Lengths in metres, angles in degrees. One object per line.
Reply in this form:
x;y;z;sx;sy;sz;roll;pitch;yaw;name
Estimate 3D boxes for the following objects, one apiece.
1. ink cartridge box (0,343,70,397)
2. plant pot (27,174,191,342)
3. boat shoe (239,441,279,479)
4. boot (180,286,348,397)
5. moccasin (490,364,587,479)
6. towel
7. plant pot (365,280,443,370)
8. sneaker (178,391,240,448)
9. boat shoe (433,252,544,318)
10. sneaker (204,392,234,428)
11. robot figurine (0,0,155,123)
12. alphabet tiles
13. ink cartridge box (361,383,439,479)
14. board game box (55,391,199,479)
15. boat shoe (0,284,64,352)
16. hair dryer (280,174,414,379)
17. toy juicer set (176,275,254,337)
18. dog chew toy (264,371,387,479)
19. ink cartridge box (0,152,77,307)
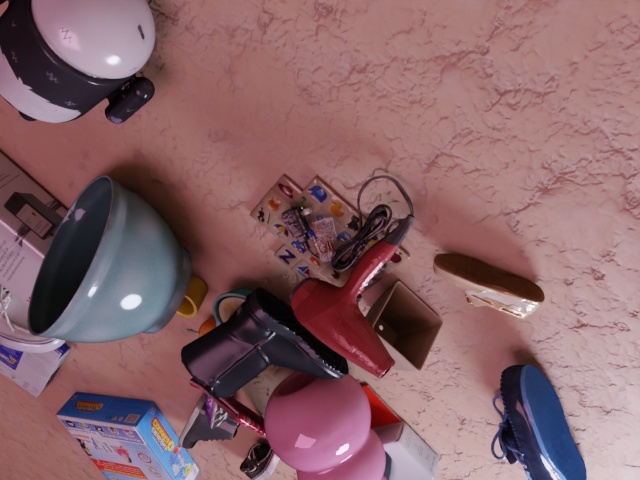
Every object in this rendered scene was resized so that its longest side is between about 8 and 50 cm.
-0.769;0.297;1.605;0.165;0.065;0.332;39;135;-7;ink cartridge box
-0.356;0.056;1.076;0.196;0.293;0.293;27;141;-35;plant pot
-0.147;0.536;1.475;0.070;0.078;0.219;31;136;-1;boat shoe
-0.100;0.213;1.082;0.207;0.094;0.246;-41;117;21;boot
0.355;0.350;1.029;0.116;0.138;0.342;-8;122;37;moccasin
-0.145;0.384;1.275;0.199;0.031;0.275;22;159;46;towel
0.120;0.153;1.012;0.109;0.109;0.096;42;144;-9;plant pot
-0.271;0.470;1.480;0.118;0.083;0.222;29;133;2;sneaker
0.244;0.074;0.906;0.170;0.063;0.059;22;127;8;boat shoe
-0.240;0.346;1.373;0.071;0.068;0.170;16;112;33;sneaker
-0.357;-0.275;0.854;0.278;0.209;0.174;-20;73;38;robot figurine
0.000;0.000;1.008;0.237;0.009;0.198;40;134;-7;alphabet tiles
0.073;0.433;1.293;0.275;0.060;0.239;-29;111;40;ink cartridge box
-0.537;0.570;1.696;0.308;0.086;0.302;-2;126;28;board game box
-0.749;0.119;1.414;0.367;0.136;0.156;29;132;16;boat shoe
0.045;0.066;0.900;0.223;0.080;0.294;-13;92;36;hair dryer
-0.130;0.175;1.161;0.329;0.089;0.209;1;127;26;toy juicer set
0.030;0.411;1.162;0.206;0.206;0.332;-20;99;37;dog chew toy
-0.621;-0.012;1.233;0.289;0.121;0.211;44;133;-12;ink cartridge box
